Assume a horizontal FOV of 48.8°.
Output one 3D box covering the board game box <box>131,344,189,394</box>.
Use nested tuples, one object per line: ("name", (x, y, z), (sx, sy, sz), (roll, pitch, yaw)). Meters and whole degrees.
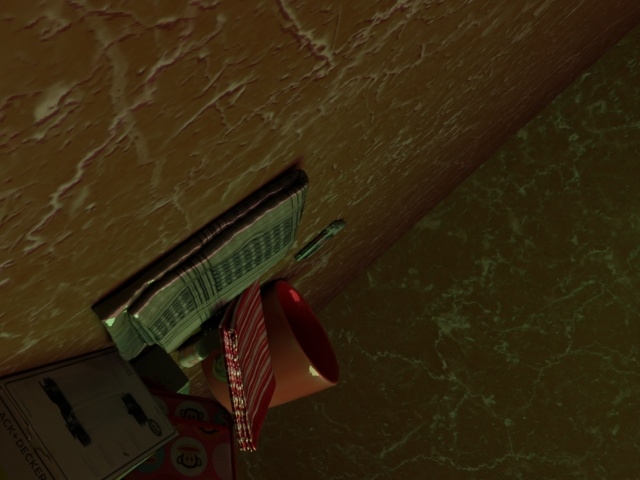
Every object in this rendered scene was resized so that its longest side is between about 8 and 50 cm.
("board game box", (-0.371, 0.326, 1.367), (0.224, 0.097, 0.303), (-37, 171, -20))

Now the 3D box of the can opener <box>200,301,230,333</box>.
("can opener", (-0.174, 0.126, 1.269), (0.073, 0.059, 0.186), (-41, 172, 9))

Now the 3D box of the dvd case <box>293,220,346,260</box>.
("dvd case", (0.000, 0.000, 1.535), (0.119, 0.013, 0.087), (-42, 172, 15))

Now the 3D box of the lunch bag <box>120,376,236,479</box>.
("lunch bag", (-0.282, 0.340, 1.136), (0.293, 0.258, 0.120), (17, 135, -29))

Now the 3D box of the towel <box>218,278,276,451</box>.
("towel", (-0.120, 0.203, 1.225), (0.199, 0.031, 0.274), (-72, 161, -59))

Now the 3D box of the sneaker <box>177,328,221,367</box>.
("sneaker", (-0.261, 0.231, 1.520), (0.070, 0.051, 0.134), (-28, -177, 21))

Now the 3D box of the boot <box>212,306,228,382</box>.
("boot", (-0.175, 0.207, 1.435), (0.077, 0.165, 0.213), (-8, -175, -22))

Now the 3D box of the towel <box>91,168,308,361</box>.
("towel", (-0.152, 0.053, 0.985), (0.324, 0.056, 0.312), (-36, 172, -16))

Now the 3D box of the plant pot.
("plant pot", (-0.126, 0.266, 1.638), (0.243, 0.275, 0.275), (-32, 174, 11))

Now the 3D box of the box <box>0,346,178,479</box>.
("box", (-0.315, 0.245, 0.913), (0.087, 0.169, 0.290), (-38, 174, 8))
